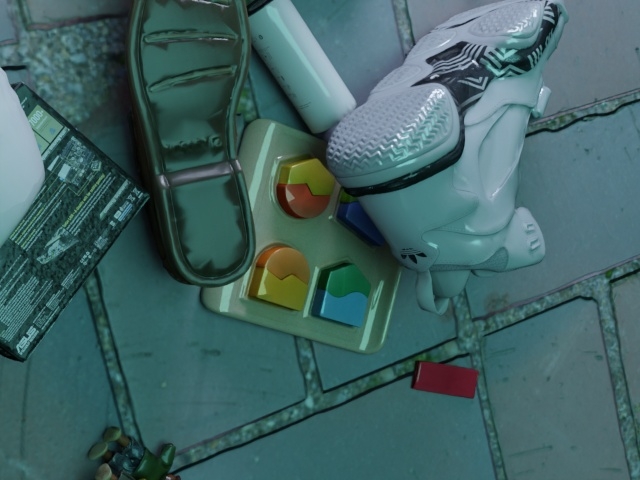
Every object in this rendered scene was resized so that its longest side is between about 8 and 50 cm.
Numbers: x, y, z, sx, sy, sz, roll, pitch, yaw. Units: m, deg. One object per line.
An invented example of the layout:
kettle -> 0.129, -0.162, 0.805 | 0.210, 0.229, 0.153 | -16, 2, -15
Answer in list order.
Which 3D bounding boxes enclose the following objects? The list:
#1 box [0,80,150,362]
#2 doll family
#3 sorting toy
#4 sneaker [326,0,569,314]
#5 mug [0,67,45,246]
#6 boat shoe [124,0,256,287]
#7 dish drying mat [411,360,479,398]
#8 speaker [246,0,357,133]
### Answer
box -> -0.258, -0.015, 0.974 | 0.147, 0.077, 0.180 | 42, 71, -26
doll family -> -0.181, 0.265, 1.041 | 0.111, 0.076, 0.193 | 44, 75, -30
sorting toy -> 0.000, 0.000, 1.156 | 0.208, 0.038, 0.193 | 18, 83, -30
sneaker -> 0.158, -0.095, 1.182 | 0.366, 0.137, 0.210 | -45, 121, -38
mug -> -0.345, -0.078, 0.711 | 0.328, 0.374, 0.276 | 42, 88, -20
boat shoe -> -0.126, -0.112, 1.040 | 0.111, 0.104, 0.307 | -3, 95, -22
dish drying mat -> 0.134, 0.149, 1.261 | 0.083, 0.008, 0.032 | 13, 86, -32
speaker -> -0.022, -0.170, 1.125 | 0.055, 0.055, 0.136 | -44, 112, -22
